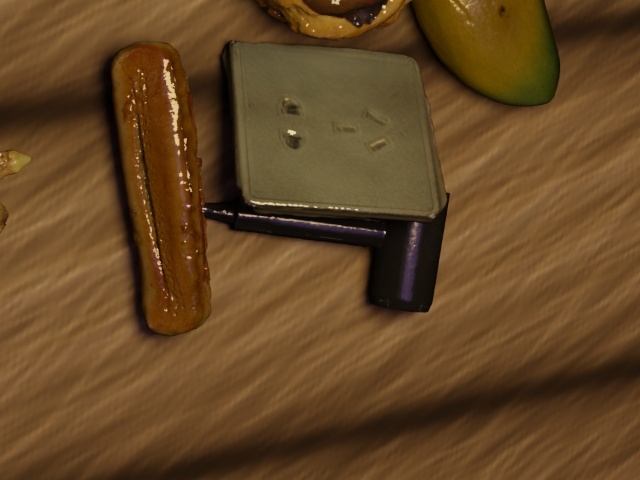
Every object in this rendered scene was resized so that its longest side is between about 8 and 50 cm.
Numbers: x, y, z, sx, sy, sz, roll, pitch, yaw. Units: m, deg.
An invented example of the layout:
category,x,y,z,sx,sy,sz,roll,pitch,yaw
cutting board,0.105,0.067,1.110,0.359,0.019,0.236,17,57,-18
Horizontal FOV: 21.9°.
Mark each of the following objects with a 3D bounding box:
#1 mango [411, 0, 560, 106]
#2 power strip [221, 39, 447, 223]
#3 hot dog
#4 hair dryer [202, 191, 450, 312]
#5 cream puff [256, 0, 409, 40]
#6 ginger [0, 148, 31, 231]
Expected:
category,x,y,z,sx,sy,sz,roll,pitch,yaw
mango,0.161,-0.239,1.672,0.137,0.091,0.237,-19,101,-11
power strip,0.007,-0.099,1.627,0.213,0.064,0.198,4,58,-18
hot dog,-0.152,-0.049,1.589,0.088,0.061,0.285,0,99,7
hair dryer,0.000,0.000,1.658,0.255,0.070,0.128,5,94,-13
cream puff,0.010,-0.279,1.593,0.189,0.129,0.189,0,88,-13
ginger,-0.366,-0.040,1.496,0.216,0.102,0.157,-18,74,-12
